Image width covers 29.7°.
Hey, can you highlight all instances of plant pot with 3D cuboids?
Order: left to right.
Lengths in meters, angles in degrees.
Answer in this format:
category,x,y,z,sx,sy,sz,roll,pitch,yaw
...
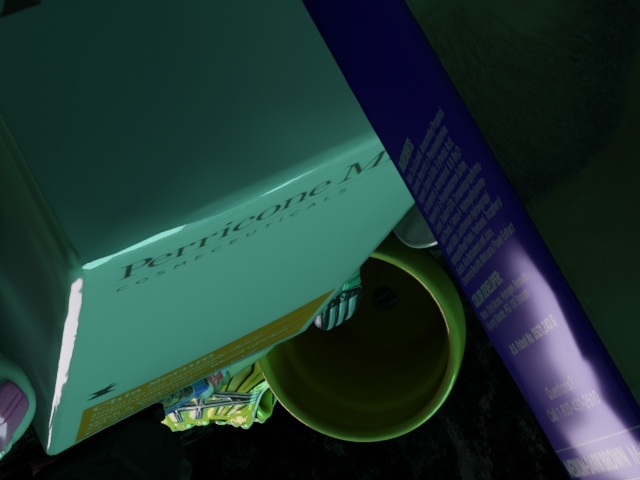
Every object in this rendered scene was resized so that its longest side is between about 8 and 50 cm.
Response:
category,x,y,z,sx,sy,sz,roll,pitch,yaw
plant pot,0.068,0.100,1.557,0.254,0.254,0.239,-32,-176,19

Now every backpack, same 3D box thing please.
category,x,y,z,sx,sy,sz,roll,pitch,yaw
backpack,-0.185,0.219,0.964,0.152,0.115,0.182,-26,172,-30

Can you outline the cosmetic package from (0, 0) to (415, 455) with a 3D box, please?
category,x,y,z,sx,sy,sz,roll,pitch,yaw
cosmetic package,-0.088,-0.024,0.719,0.230,0.161,0.453,-25,168,-20

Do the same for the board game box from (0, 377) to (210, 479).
category,x,y,z,sx,sy,sz,roll,pitch,yaw
board game box,-0.285,0.142,1.049,0.232,0.141,0.291,-34,168,27

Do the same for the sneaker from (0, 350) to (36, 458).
category,x,y,z,sx,sy,sz,roll,pitch,yaw
sneaker,-0.216,0.027,0.612,0.111,0.252,0.103,-45,135,-25

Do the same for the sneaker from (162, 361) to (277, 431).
category,x,y,z,sx,sy,sz,roll,pitch,yaw
sneaker,-0.156,0.217,1.732,0.384,0.147,0.145,-33,171,26

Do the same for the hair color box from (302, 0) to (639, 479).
category,x,y,z,sx,sy,sz,roll,pitch,yaw
hair color box,0.105,-0.089,0.414,0.185,0.339,0.110,-27,168,-10

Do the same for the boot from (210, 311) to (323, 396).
category,x,y,z,sx,sy,sz,roll,pitch,yaw
boot,-0.095,0.095,1.336,0.165,0.077,0.213,-39,-167,-9

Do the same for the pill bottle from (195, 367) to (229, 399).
category,x,y,z,sx,sy,sz,roll,pitch,yaw
pill bottle,-0.105,0.072,1.203,0.160,0.087,0.087,-56,179,-20

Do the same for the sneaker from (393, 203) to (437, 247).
category,x,y,z,sx,sy,sz,roll,pitch,yaw
sneaker,0.198,-0.092,1.296,0.169,0.108,0.292,-18,164,-34

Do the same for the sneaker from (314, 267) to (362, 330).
category,x,y,z,sx,sy,sz,roll,pitch,yaw
sneaker,0.000,0.000,1.335,0.083,0.098,0.224,-24,145,-31
